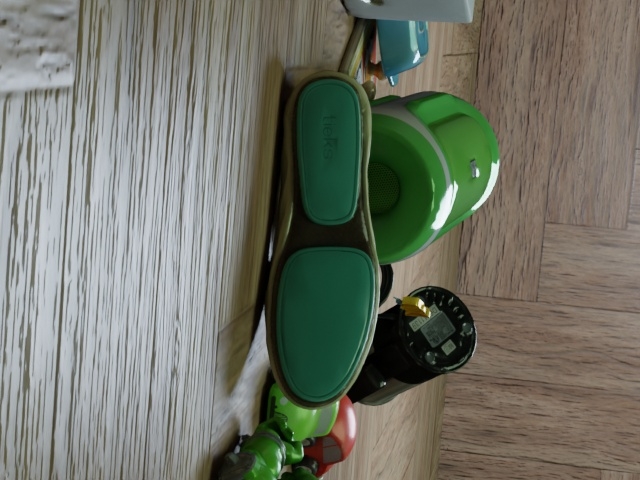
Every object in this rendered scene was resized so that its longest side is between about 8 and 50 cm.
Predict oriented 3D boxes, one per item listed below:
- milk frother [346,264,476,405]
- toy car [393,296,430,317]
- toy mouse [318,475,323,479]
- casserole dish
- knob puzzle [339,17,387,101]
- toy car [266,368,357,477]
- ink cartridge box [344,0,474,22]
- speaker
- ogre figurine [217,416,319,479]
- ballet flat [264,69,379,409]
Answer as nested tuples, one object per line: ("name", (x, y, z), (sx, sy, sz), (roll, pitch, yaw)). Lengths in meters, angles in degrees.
("milk frother", (0.049, 0.078, 1.535), (0.135, 0.129, 0.143), (-34, -106, 55))
("toy car", (0.047, 0.020, 1.424), (0.060, 0.122, 0.040), (-63, 152, -13))
("toy mouse", (-0.007, 0.297, 1.486), (0.161, 0.031, 0.143), (-74, 167, -50))
("casserole dish", (0.075, -0.241, 1.545), (0.114, 0.037, 0.188), (-40, 126, -74))
("knob puzzle", (0.045, -0.115, 1.557), (0.213, 0.030, 0.213), (6, 90, -82))
("toy car", (-0.001, 0.114, 1.329), (0.225, 0.053, 0.239), (-55, 149, -74))
("ink cartridge box", (0.085, -0.336, 1.383), (0.197, 0.114, 0.273), (30, 67, -81))
("speaker", (0.074, -0.059, 1.393), (0.296, 0.131, 0.131), (-29, 125, -72))
("ogre figurine", (-0.018, 0.209, 1.097), (0.118, 0.097, 0.197), (29, 56, -64))
("ballet flat", (0.000, 0.000, 1.204), (0.086, 0.086, 0.248), (36, 60, -80))
